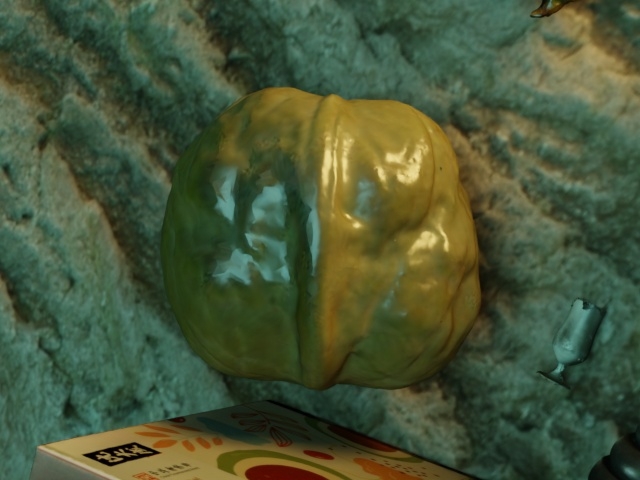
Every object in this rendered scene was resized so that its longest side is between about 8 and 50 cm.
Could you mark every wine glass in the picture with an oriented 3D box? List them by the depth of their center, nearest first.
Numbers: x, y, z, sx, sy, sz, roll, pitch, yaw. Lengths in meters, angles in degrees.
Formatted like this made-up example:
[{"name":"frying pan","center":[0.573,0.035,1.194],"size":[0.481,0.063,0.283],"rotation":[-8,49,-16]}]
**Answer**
[{"name":"wine glass","center":[0.233,0.094,1.121],"size":[0.039,0.042,0.083],"rotation":[28,95,54]}]

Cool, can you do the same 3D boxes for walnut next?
[{"name":"walnut","center":[0.002,0.000,1.116],"size":[0.253,0.282,0.277],"rotation":[-165,75,-64]}]

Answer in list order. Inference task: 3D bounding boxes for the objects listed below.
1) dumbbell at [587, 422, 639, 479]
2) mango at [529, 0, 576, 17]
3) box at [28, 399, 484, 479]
[{"name":"dumbbell","center":[0.340,0.087,0.990],"size":[0.179,0.179,0.406],"rotation":[17,97,25]},{"name":"mango","center":[0.237,-0.348,1.088],"size":[0.176,0.119,0.317],"rotation":[22,90,27]},{"name":"box","center":[-0.002,0.261,1.035],"size":[0.344,0.385,0.122],"rotation":[17,96,25]}]
